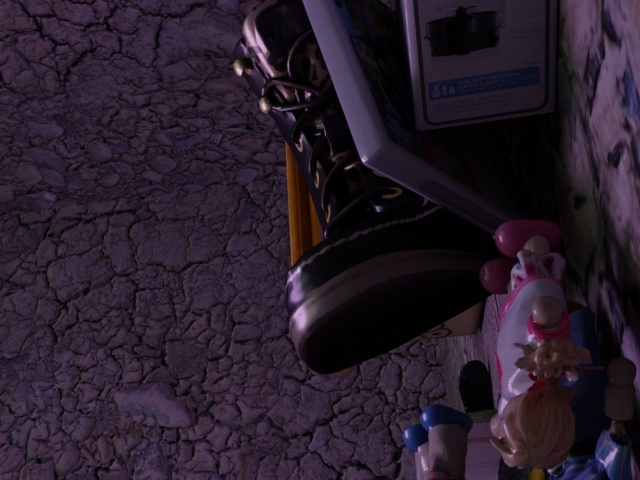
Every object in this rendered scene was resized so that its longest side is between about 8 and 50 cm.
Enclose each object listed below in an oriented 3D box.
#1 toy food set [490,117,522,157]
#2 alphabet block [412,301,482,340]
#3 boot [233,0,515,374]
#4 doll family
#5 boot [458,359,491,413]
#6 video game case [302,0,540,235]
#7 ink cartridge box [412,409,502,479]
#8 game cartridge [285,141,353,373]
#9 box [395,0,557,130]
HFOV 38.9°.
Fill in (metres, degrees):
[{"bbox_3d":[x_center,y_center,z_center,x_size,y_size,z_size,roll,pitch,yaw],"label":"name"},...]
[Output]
[{"bbox_3d":[0.143,-0.104,0.716,0.083,0.020,0.082,-56,-42,-84],"label":"toy food set"},{"bbox_3d":[0.121,0.026,1.267,0.197,0.192,0.193,74,-168,-68],"label":"alphabet block"},{"bbox_3d":[0.023,-0.062,0.699,0.284,0.138,0.377,62,-158,9],"label":"boot"},{"bbox_3d":[0.122,0.125,0.480,0.163,0.118,0.263,-83,4,-47],"label":"doll family"},{"bbox_3d":[0.220,0.213,1.295,0.099,0.045,0.121,-70,-29,-74],"label":"boot"},{"bbox_3d":[0.068,-0.097,0.636,0.183,0.023,0.201,24,-143,-41],"label":"video game case"},{"bbox_3d":[0.177,0.344,1.056,0.353,0.119,0.207,-38,-59,-84],"label":"ink cartridge box"},{"bbox_3d":[0.000,0.000,1.297,0.324,0.052,0.285,78,-173,-58],"label":"game cartridge"},{"bbox_3d":[0.078,-0.231,0.523,0.169,0.087,0.290,-91,-8,-51],"label":"box"}]
